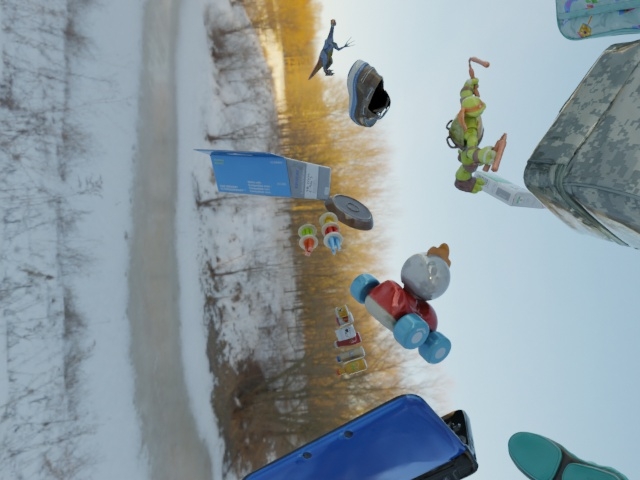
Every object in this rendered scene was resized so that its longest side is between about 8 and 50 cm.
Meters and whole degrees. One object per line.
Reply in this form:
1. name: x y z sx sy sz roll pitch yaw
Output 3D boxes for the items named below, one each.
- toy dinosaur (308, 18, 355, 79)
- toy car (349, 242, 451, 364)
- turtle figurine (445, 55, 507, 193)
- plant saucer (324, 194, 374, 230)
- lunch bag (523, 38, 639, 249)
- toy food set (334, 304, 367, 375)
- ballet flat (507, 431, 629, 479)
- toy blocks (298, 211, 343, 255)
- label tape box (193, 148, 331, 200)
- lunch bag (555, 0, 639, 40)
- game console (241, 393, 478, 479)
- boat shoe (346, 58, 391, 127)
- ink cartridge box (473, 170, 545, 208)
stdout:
1. toy dinosaur: 0.009 -0.316 0.787 0.047 0.090 0.082 -16 101 -68
2. toy car: 0.236 0.116 1.115 0.210 0.238 0.219 37 4 -39
3. turtle figurine: 0.277 -0.183 0.886 0.217 0.087 0.269 67 18 -56
4. plant saucer: 0.092 -0.091 1.445 0.168 0.168 0.029 -100 -147 -57
5. lunch bag: 0.487 -0.132 0.678 0.305 0.212 0.256 -53 -164 0
6. toy food set: 0.081 0.351 1.695 0.111 0.104 0.232 3 66 -79
7. ballet flat: 0.428 0.405 0.818 0.083 0.087 0.247 -53 -166 -14
8. toy blocks: 0.000 0.000 1.296 0.054 0.123 0.148 54 14 -33
9. label tape box: -0.150 -0.173 1.313 0.334 0.241 0.106 -5 101 -63
10. lunch bag: 0.557 -0.481 0.867 0.279 0.108 0.224 -139 -147 -65
11. game console: 0.069 0.318 0.740 0.173 0.293 0.250 59 14 2
12. boat shoe: 0.094 -0.259 0.904 0.066 0.066 0.183 -53 161 -4
13. ink cartridge box: 0.617 -0.156 1.505 0.181 0.225 0.056 48 -49 52
